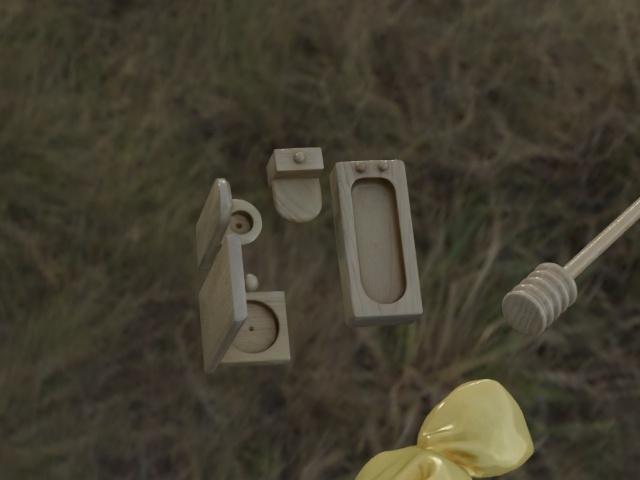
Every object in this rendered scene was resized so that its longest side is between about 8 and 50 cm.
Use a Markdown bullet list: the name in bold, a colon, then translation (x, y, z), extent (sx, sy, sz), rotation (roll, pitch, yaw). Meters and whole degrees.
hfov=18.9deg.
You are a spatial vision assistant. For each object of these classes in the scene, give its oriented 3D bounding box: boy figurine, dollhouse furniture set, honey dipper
- **boy figurine**: translation (0.064, 0.234, 1.601), extent (0.285, 0.177, 0.092), rotation (-45, 100, -21)
- **dollhouse furniture set**: translation (0.000, 0.000, 1.281), extent (0.151, 0.123, 0.144), rotation (-2, 71, -13)
- **honey dipper**: translation (0.163, 0.003, 1.142), extent (0.030, 0.030, 0.160), rotation (41, 50, 11)
